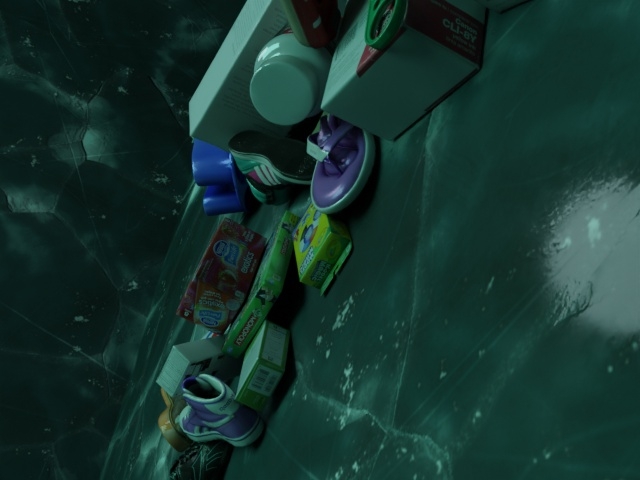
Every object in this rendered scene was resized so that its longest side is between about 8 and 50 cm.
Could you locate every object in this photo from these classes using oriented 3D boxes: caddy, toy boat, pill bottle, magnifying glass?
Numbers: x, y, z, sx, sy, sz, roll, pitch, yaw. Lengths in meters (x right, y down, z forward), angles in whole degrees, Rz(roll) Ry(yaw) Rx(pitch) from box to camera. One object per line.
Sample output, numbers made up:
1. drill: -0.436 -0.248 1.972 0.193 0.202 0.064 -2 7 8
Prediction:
1. caddy: -0.286 -0.227 2.209 0.341 0.179 0.241 -96 -4 -53
2. toy boat: 0.011 -0.463 1.260 0.231 0.151 0.151 60 -144 -55
3. pill bottle: -0.036 -0.362 1.462 0.176 0.176 0.318 -54 7 36
4. magnifying glass: 0.095 -0.381 1.125 0.092 0.026 0.231 -55 27 32

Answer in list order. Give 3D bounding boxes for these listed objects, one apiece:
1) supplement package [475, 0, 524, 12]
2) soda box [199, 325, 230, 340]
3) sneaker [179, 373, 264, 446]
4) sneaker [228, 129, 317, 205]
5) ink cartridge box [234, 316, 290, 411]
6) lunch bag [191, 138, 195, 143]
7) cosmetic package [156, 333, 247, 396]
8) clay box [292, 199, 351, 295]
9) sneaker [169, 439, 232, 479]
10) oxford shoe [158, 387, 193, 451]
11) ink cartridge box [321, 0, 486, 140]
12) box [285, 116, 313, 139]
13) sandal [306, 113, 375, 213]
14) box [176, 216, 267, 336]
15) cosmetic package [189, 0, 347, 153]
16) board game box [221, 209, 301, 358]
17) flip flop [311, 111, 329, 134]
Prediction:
1. supplement package: 0.283 -0.454 1.046 0.179 0.105 0.105 -69 18 -2
2. soda box: -0.265 0.275 1.705 0.216 0.069 0.074 -44 23 5
3. sneaker: -0.244 0.337 1.462 0.282 0.161 0.102 -15 31 50
4. sneaker: -0.094 -0.157 1.751 0.295 0.178 0.124 25 63 36
5. ink cartridge box: -0.114 0.238 1.429 0.109 0.062 0.209 -61 10 20
6. lunch bag: -0.313 -0.411 2.471 0.262 0.223 0.160 -61 14 25
7. cosmetic package: -0.245 0.270 1.552 0.060 0.239 0.099 38 111 24
8. clay box: 0.000 0.000 1.411 0.127 0.053 0.222 -59 20 23
9. sneaker: -0.263 0.485 1.524 0.101 0.106 0.267 -41 31 56
10. oxford shoe: -0.329 0.415 1.818 0.132 0.130 0.364 -38 17 -1
11. ink cartridge box: 0.161 -0.421 1.260 0.279 0.160 0.385 -36 38 57
12. box: -0.086 -0.468 2.104 0.318 0.097 0.395 -34 39 61
13. sandal: 0.028 -0.219 1.441 0.169 0.102 0.416 -35 32 36
14. box: -0.225 0.079 1.624 0.128 0.122 0.257 -58 10 33
15. cosmetic package: -0.132 -0.430 1.760 0.453 0.230 0.161 -50 35 32
16. board game box: -0.130 0.092 1.591 0.213 0.046 0.317 -56 11 29
17. flip flop: 0.029 -0.346 1.665 0.277 0.080 0.112 -62 19 8
